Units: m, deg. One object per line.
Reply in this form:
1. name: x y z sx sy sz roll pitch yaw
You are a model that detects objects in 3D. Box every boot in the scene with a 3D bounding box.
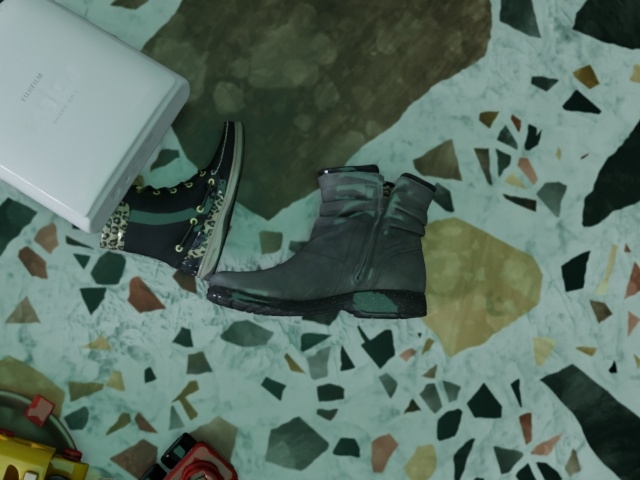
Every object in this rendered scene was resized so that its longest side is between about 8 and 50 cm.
1. boot: 0.000 0.000 1.854 0.338 0.118 0.223 3 85 -18
2. boot: -0.210 -0.074 1.832 0.178 0.085 0.236 13 87 -4

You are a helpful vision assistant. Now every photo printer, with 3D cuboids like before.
1. photo printer: -0.374 -0.192 1.777 0.307 0.107 0.256 32 83 10

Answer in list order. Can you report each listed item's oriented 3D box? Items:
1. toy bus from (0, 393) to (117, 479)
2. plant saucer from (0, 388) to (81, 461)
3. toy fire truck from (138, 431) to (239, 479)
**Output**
1. toy bus: -0.400 0.326 1.741 0.202 0.104 0.191 -29 91 -6
2. plant saucer: -0.476 0.346 1.805 0.277 0.041 0.278 0 88 -8
3. toy fire truck: -0.192 0.395 1.735 0.158 0.246 0.217 45 83 -3
